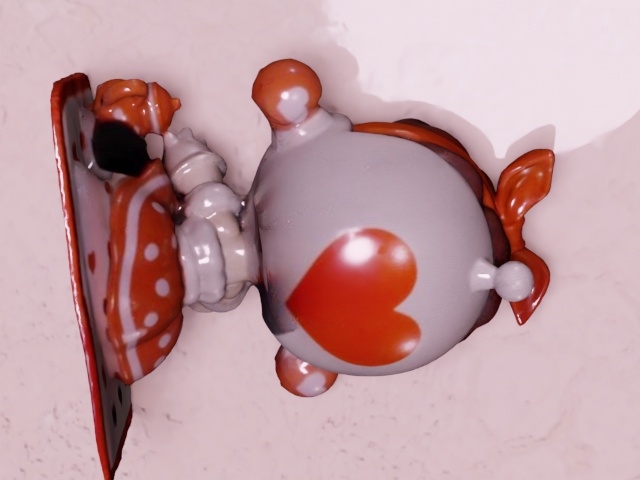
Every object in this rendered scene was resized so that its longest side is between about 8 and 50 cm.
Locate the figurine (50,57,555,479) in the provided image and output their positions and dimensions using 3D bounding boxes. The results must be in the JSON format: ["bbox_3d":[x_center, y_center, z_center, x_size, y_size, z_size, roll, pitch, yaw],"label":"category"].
[{"bbox_3d":[0.000,0.000,0.845,0.226,0.160,0.184,-7,99,0],"label":"figurine"}]
